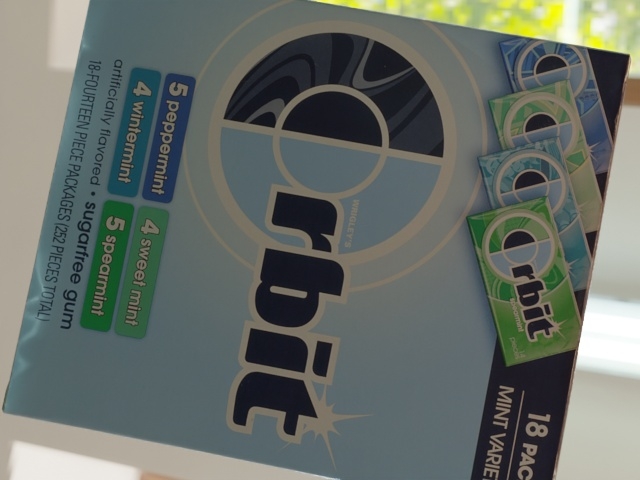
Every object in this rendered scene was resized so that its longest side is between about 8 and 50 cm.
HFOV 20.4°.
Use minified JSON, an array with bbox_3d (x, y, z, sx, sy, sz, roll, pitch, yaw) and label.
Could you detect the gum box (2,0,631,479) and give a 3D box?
[{"bbox_3d":[0.000,0.000,0.604,0.041,0.184,0.157,46,-126,-81],"label":"gum box"}]
